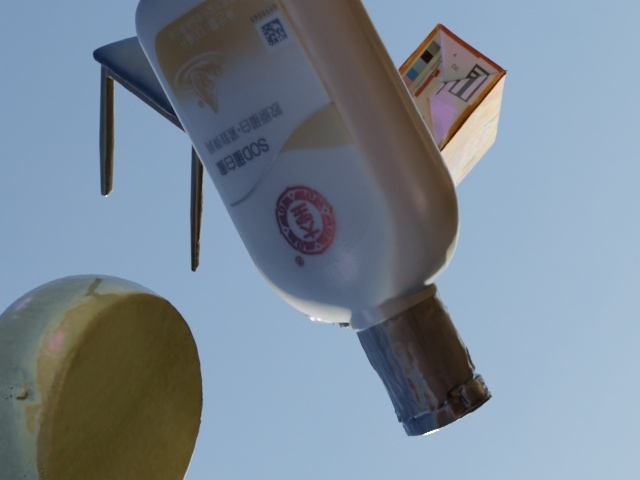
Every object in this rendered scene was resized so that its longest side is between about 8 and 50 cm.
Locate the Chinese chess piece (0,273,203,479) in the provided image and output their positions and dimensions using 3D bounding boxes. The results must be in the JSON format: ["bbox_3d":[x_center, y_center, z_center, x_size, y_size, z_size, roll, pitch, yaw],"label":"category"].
[{"bbox_3d":[-0.204,0.153,1.649,0.250,0.101,0.250,-21,-65,-57],"label":"Chinese chess piece"}]

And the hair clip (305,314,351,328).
[{"bbox_3d":[0.000,0.000,1.185,0.172,0.049,0.116,53,-168,-51],"label":"hair clip"}]

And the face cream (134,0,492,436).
[{"bbox_3d":[0.006,-0.030,1.054,0.071,0.144,0.291,-31,-84,-49],"label":"face cream"}]

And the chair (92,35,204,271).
[{"bbox_3d":[-0.089,-0.146,1.697,0.188,0.166,0.272,-21,-47,-34],"label":"chair"}]

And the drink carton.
[{"bbox_3d":[0.096,-0.096,1.585,0.096,0.071,0.223,-50,-10,-8],"label":"drink carton"}]
